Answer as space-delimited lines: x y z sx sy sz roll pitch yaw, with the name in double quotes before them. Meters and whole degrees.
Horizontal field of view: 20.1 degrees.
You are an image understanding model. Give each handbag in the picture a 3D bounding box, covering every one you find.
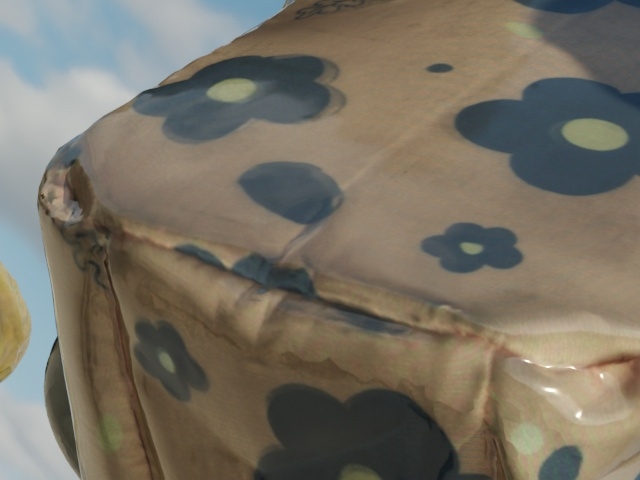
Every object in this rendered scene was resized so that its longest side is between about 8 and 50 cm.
"handbag" 0.053 0.034 0.505 0.190 0.251 0.193 15 -57 29

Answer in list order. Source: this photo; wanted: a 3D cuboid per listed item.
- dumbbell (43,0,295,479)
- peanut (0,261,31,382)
"dumbbell" 0.000 0.000 0.889 0.179 0.179 0.406 45 -54 13
"peanut" -0.313 0.018 1.361 0.236 0.120 0.110 52 3 -19
